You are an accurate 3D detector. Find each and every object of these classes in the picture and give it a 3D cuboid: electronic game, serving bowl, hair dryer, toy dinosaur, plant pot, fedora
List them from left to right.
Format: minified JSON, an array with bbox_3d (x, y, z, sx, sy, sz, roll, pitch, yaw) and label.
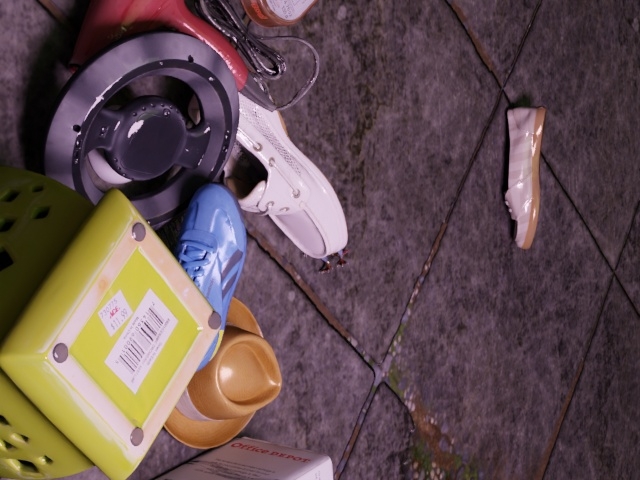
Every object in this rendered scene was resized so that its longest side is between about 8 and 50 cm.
[{"bbox_3d":[-0.237,0.084,1.258,0.227,0.207,0.228,57,50,-37],"label":"plant pot"},{"bbox_3d":[-0.205,-0.100,1.425,0.083,0.027,0.083,-9,101,-52],"label":"serving bowl"},{"bbox_3d":[-0.179,-0.105,1.381,0.229,0.048,0.229,-23,131,-30],"label":"electronic game"},{"bbox_3d":[-0.133,-0.229,1.418,0.293,0.080,0.224,-20,92,-32],"label":"hair dryer"},{"bbox_3d":[-0.104,0.149,1.536,0.194,0.079,0.194,-8,100,-52],"label":"fedora"},{"bbox_3d":[0.000,0.000,1.706,0.090,0.047,0.082,-78,148,-70],"label":"toy dinosaur"}]

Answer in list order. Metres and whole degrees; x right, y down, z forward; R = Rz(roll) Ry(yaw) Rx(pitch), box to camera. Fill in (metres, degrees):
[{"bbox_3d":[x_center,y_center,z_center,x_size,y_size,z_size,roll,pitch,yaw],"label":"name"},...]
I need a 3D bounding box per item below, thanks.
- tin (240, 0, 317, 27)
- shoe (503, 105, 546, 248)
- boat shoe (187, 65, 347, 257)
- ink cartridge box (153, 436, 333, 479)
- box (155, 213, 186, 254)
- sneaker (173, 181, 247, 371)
[{"bbox_3d":[-0.030,-0.329,1.623,0.190,0.040,0.106,-52,135,-36],"label":"tin"},{"bbox_3d":[0.305,-0.096,2.066,0.076,0.058,0.219,-43,137,-80],"label":"shoe"},{"bbox_3d":[-0.068,-0.071,1.554,0.277,0.098,0.096,55,52,-27],"label":"boat shoe"},{"bbox_3d":[-0.101,0.300,1.494,0.208,0.153,0.087,-22,111,-48],"label":"ink cartridge box"},{"bbox_3d":[-0.161,-0.010,1.497,0.067,0.018,0.083,-44,126,-41],"label":"box"},{"bbox_3d":[-0.129,0.044,1.411,0.082,0.069,0.209,-22,126,-68],"label":"sneaker"}]
